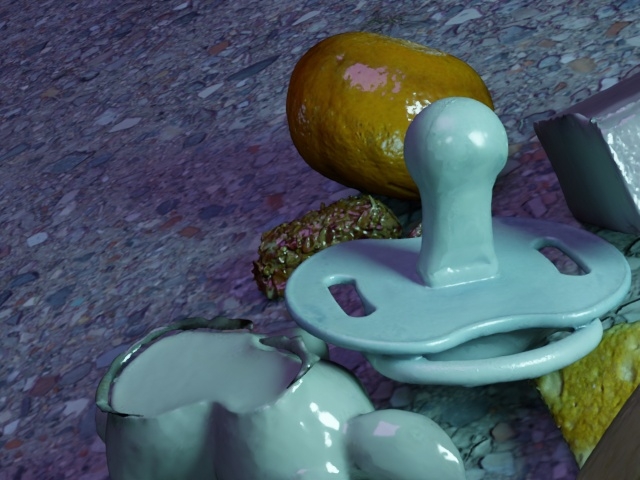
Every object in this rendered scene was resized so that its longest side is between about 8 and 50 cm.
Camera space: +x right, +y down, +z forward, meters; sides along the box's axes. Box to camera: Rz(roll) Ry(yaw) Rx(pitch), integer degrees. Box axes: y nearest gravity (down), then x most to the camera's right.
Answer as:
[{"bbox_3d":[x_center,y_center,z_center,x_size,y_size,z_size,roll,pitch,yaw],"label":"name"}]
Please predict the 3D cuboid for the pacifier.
[{"bbox_3d":[0.111,-0.002,1.107,0.287,0.225,0.238,-10,22,-9],"label":"pacifier"}]

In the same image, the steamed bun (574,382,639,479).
[{"bbox_3d":[0.243,0.145,0.769,0.232,0.166,0.273,-63,23,19],"label":"steamed bun"}]

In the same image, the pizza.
[{"bbox_3d":[0.253,0.129,1.022,0.181,0.034,0.262,-21,24,10],"label":"pizza"}]

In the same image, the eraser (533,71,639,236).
[{"bbox_3d":[0.388,-0.134,1.210,0.359,0.122,0.272,-26,3,-1],"label":"eraser"}]

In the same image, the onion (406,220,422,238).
[{"bbox_3d":[0.118,0.018,1.279,0.107,0.097,0.107,-47,22,26],"label":"onion"}]

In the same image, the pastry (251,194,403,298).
[{"bbox_3d":[0.000,-0.001,1.450,0.169,0.063,0.087,-22,29,6],"label":"pastry"}]

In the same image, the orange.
[{"bbox_3d":[0.071,-0.128,1.467,0.224,0.170,0.224,12,15,-3],"label":"orange"}]

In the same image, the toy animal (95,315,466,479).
[{"bbox_3d":[-0.048,0.164,1.096,0.208,0.154,0.325,-41,34,-15],"label":"toy animal"}]
